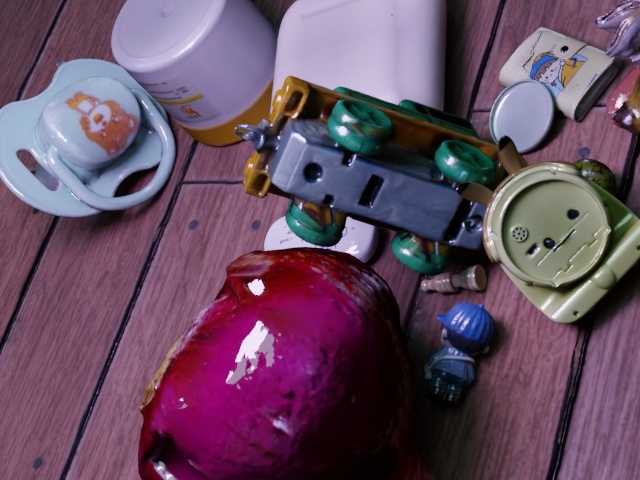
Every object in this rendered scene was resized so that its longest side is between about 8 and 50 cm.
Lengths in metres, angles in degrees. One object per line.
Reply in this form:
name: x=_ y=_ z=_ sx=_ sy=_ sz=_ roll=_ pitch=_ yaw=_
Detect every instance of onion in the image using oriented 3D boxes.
onion: x=0.007 y=0.214 z=1.554 sx=0.420 sy=0.398 sz=0.398 roll=29 pitch=77 yaw=6

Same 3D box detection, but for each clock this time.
clock: x=0.281 y=-0.021 z=1.570 sx=0.170 sy=0.232 sz=0.069 roll=-48 pitch=4 yaw=7

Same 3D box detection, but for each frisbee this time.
frisbee: x=0.288 y=-0.177 z=1.789 sx=0.110 sy=0.014 sz=0.110 roll=-15 pitch=68 yaw=42

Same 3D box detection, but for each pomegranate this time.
pomegranate: x=0.352 y=-0.076 z=1.646 sx=0.073 sy=0.084 sz=0.073 roll=-6 pitch=73 yaw=21

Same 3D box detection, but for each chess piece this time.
chess piece: x=0.179 y=0.057 z=1.716 sx=0.092 sy=0.035 sz=0.035 roll=-11 pitch=55 yaw=34

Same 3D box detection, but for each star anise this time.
star anise: x=0.484 y=-0.322 z=1.742 sx=0.195 sy=0.065 sz=0.182 roll=4 pitch=58 yaw=42

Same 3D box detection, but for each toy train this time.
toy train: x=0.084 y=-0.106 z=1.679 sx=0.249 sy=0.429 sz=0.178 roll=-103 pitch=34 yaw=-59

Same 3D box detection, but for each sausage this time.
sausage: x=0.424 y=-0.194 z=1.694 sx=0.054 sy=0.059 sz=0.094 roll=38 pitch=83 yaw=4

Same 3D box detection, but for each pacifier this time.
pacifier: x=-0.415 y=-0.147 z=2.178 sx=0.343 sy=0.288 sz=0.269 roll=-43 pitch=-2 yaw=-34

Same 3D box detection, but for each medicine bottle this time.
medicine bottle: x=-0.194 y=-0.315 z=2.097 sx=0.238 sy=0.232 sz=0.238 roll=-19 pitch=51 yaw=25

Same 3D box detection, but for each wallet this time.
wallet: x=0.342 y=-0.244 z=1.802 sx=0.110 sy=0.039 sz=0.155 roll=-52 pitch=46 yaw=-4

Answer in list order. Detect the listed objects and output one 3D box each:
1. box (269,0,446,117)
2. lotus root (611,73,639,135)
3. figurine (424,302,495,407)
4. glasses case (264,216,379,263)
box: x=0.058 y=-0.263 z=1.947 sx=0.288 sy=0.141 sz=0.349 roll=-15 pitch=53 yaw=28
lotus root: x=0.498 y=-0.205 z=1.602 sx=0.260 sy=0.128 sz=0.145 roll=-25 pitch=40 yaw=11
figurine: x=0.178 y=0.144 z=1.628 sx=0.077 sy=0.079 sz=0.136 roll=22 pitch=63 yaw=-1
glasses case: x=0.000 y=0.000 z=1.869 sx=0.197 sy=0.049 sz=0.076 roll=2 pitch=62 yaw=36
